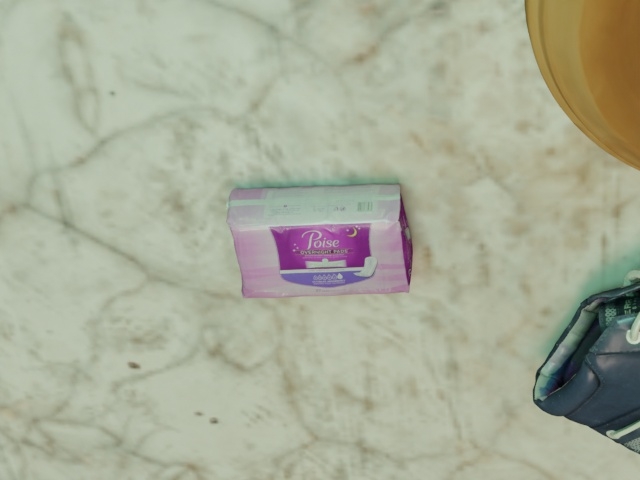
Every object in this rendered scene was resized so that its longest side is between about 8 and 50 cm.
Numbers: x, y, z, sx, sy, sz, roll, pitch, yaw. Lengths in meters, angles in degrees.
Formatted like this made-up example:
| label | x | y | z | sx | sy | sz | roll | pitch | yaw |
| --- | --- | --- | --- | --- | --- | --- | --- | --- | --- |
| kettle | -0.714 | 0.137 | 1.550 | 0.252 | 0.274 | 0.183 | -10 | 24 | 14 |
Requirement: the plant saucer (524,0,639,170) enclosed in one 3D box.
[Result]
| label | x | y | z | sx | sy | sz | roll | pitch | yaw |
| --- | --- | --- | --- | --- | --- | --- | --- | --- | --- |
| plant saucer | 0.181 | -0.091 | 0.664 | 0.200 | 0.037 | 0.200 | 3 | 131 | 4 |

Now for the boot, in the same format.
| label | x | y | z | sx | sy | sz | roll | pitch | yaw |
| --- | --- | --- | --- | --- | --- | --- | --- | --- | --- |
| boot | 0.175 | 0.036 | 0.753 | 0.086 | 0.069 | 0.190 | 20 | 132 | -14 |

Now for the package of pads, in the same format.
| label | x | y | z | sx | sy | sz | roll | pitch | yaw |
| --- | --- | --- | --- | --- | --- | --- | --- | --- | --- |
| package of pads | 0.000 | 0.000 | 0.771 | 0.083 | 0.032 | 0.050 | -2 | 132 | 9 |
